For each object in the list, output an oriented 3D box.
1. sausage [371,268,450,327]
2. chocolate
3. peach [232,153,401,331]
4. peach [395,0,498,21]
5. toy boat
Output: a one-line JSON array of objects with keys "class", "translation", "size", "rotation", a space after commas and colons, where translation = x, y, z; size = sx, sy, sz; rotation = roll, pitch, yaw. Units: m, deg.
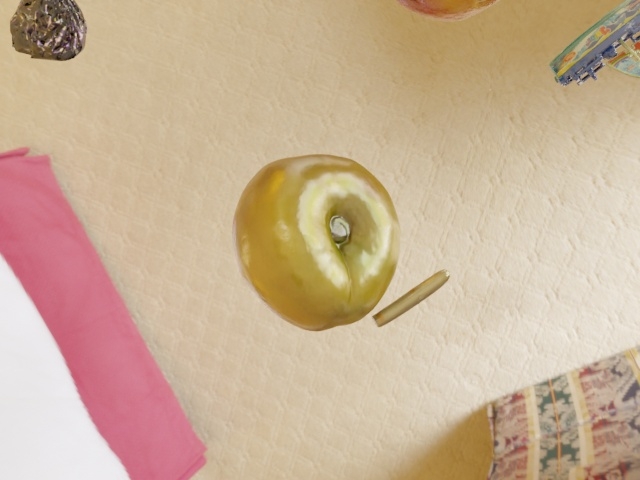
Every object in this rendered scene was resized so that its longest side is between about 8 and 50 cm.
[{"class": "sausage", "translation": [0.133, 0.083, 0.862], "size": [0.132, 0.024, 0.024], "rotation": [-32, 94, -7]}, {"class": "chocolate", "translation": [-0.223, -0.214, 0.468], "size": [0.072, 0.070, 0.147], "rotation": [32, 148, 11]}, {"class": "peach", "translation": [0.000, 0.000, 0.821], "size": [0.153, 0.251, 0.251], "rotation": [-16, 102, 59]}, {"class": "peach", "translation": [0.194, -0.435, 0.801], "size": [0.238, 0.281, 0.281], "rotation": [30, 117, 51]}, {"class": "toy boat", "translation": [0.378, -0.228, 0.717], "size": [0.175, 0.091, 0.110], "rotation": [-40, 81, 27]}]
